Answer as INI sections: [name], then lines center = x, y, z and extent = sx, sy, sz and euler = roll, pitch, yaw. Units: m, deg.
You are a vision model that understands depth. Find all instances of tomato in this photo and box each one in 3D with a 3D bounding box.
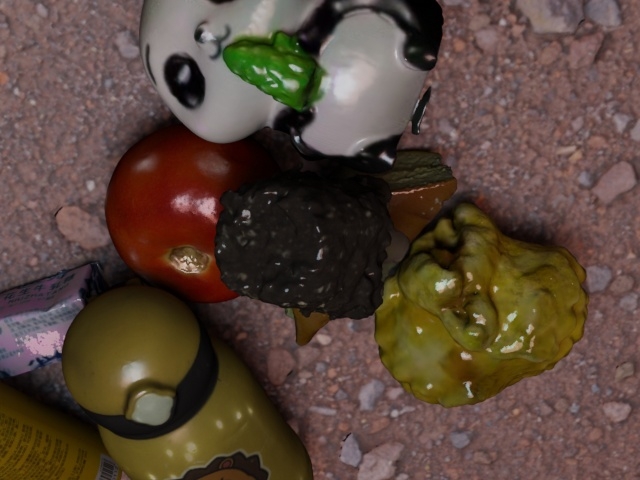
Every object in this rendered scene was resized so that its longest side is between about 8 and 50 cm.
[tomato]
center = -0.118, -0.030, 1.295
extent = 0.195, 0.136, 0.195
euler = 5, 140, 4

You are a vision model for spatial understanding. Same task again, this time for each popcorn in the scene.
[popcorn]
center = 0.165, 0.062, 1.374
extent = 0.226, 0.200, 0.203
euler = -19, 94, 40

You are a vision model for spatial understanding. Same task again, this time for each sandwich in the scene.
[sandwich]
center = 0.024, -0.008, 1.353
extent = 0.096, 0.094, 0.258
euler = 35, 112, -23

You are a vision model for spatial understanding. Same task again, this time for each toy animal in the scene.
[toy animal]
center = -0.029, -0.176, 1.187
extent = 0.267, 0.212, 0.212
euler = 15, 116, -14

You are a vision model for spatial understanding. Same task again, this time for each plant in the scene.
[plant]
center = 0.000, 0.000, 1.191
extent = 0.203, 0.131, 0.142
euler = 11, 89, -56

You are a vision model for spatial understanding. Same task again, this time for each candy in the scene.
[candy]
center = -0.298, 0.089, 1.376
extent = 0.160, 0.092, 0.073
euler = -18, 115, 8

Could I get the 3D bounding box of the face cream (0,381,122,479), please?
[face cream]
center = -0.337, 0.197, 1.338
extent = 0.105, 0.105, 0.349
euler = -31, 147, 11

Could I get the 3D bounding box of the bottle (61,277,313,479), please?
[bottle]
center = -0.142, 0.180, 1.338
extent = 0.172, 0.171, 0.351
euler = -22, 139, 7
